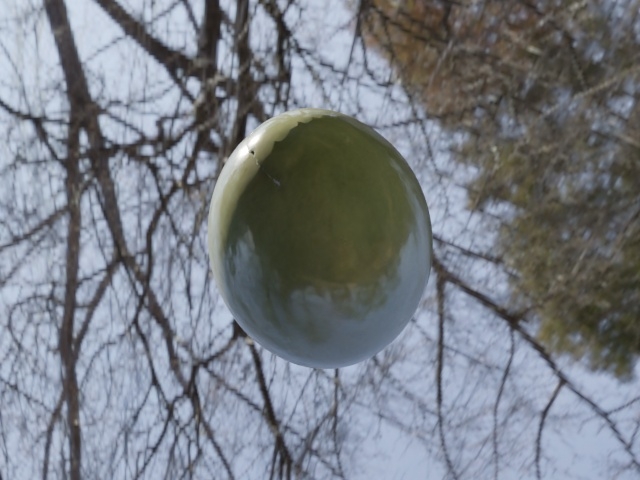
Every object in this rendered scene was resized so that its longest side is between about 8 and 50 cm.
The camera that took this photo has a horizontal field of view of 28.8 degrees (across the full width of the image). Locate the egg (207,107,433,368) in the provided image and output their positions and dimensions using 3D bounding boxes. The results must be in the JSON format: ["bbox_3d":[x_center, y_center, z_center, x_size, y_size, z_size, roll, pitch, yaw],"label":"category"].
[{"bbox_3d":[0.000,0.000,1.037,0.186,0.253,0.187,-2,-135,2],"label":"egg"}]
